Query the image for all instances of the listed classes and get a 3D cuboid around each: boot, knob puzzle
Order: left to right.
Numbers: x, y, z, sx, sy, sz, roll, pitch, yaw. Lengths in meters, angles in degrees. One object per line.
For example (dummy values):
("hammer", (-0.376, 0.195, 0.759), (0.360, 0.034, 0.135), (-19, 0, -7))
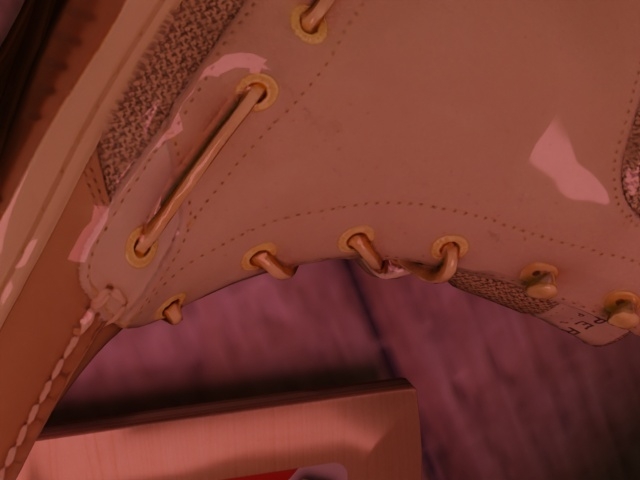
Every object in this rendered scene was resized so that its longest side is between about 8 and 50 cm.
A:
("knob puzzle", (-0.052, 0.141, 0.535), (0.213, 0.030, 0.213), (-6, 110, -17))
("boot", (0.000, 0.000, 0.465), (0.203, 0.095, 0.262), (27, 88, -24))
